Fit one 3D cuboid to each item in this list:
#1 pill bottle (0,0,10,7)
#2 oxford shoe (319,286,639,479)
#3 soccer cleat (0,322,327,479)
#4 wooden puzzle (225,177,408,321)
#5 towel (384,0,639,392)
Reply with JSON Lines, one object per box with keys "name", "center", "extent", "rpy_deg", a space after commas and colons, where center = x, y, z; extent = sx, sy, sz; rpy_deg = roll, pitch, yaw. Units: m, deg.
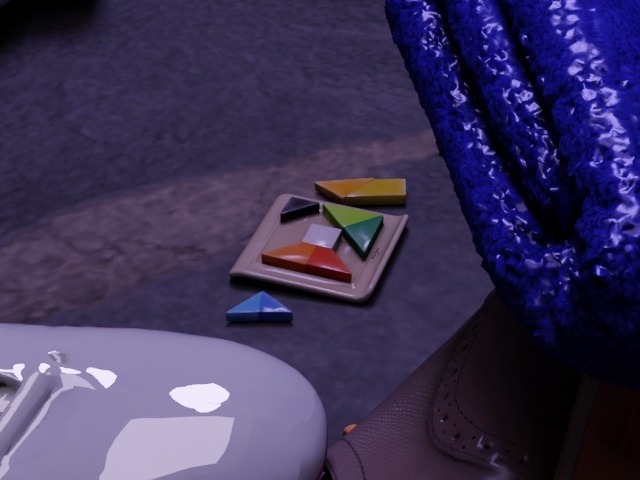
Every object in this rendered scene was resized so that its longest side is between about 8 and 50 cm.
{"name": "pill bottle", "center": [-0.306, -0.216, 0.847], "extent": [0.323, 0.181, 0.181], "rpy_deg": [-13, 37, -10]}
{"name": "oxford shoe", "center": [0.067, 0.060, 0.486], "extent": [0.133, 0.130, 0.363], "rpy_deg": [-6, 29, 21]}
{"name": "soccer cleat", "center": [-0.168, 0.069, 0.439], "extent": [0.331, 0.143, 0.116], "rpy_deg": [-11, 36, 10]}
{"name": "wooden puzzle", "center": [0.000, 0.000, 0.662], "extent": [0.079, 0.014, 0.116], "rpy_deg": [4, 38, 12]}
{"name": "towel", "center": [0.182, -0.017, 0.431], "extent": [0.308, 0.076, 0.227], "rpy_deg": [14, 31, -20]}
